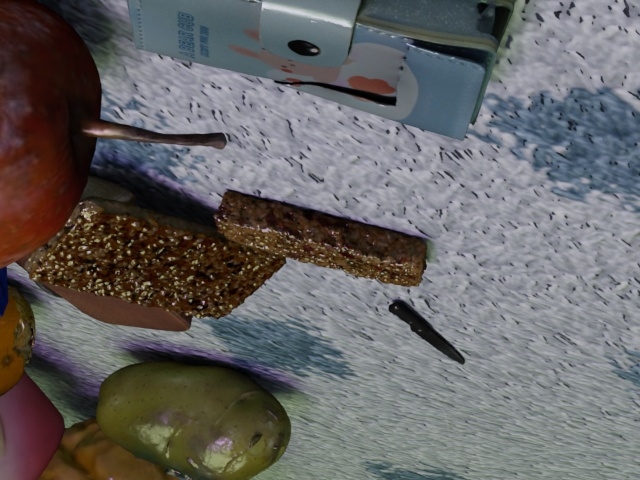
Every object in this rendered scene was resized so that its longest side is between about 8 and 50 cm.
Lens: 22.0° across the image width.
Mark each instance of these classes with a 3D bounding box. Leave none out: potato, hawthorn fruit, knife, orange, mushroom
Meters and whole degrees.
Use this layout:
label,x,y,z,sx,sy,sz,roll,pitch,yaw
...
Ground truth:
label,x,y,z,sx,sy,sz,roll,pitch,yaw
potato,-0.158,0.225,2.042,0.248,0.143,0.169,12,148,11
hawthorn fruit,-0.274,-0.096,1.224,0.263,0.231,0.235,-38,160,23
knife,0.112,0.099,1.717,0.023,0.010,0.170,1,156,33
orange,-0.408,0.112,1.940,0.134,0.156,0.156,31,165,21
mushroom,-0.272,-0.046,1.571,0.202,0.054,0.059,14,161,18

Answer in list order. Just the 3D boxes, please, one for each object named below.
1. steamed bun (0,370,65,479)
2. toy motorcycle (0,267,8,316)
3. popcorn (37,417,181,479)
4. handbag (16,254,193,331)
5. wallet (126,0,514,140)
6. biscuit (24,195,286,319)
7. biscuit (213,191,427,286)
label,x,y,z,sx,sy,sz,roll,pitch,yaw
steamed bun,-0.481,0.248,2.165,0.309,0.309,0.309,14,159,5
toy motorcycle,-0.401,0.020,1.549,0.191,0.200,0.326,19,167,39
popcorn,-0.287,0.397,2.334,0.344,0.354,0.390,37,110,-27
handbag,-0.220,0.023,1.678,0.151,0.072,0.193,4,158,29
wallet,-0.006,-0.146,1.097,0.251,0.075,0.176,15,165,2
biscuit,-0.154,0.022,1.566,0.231,0.025,0.131,14,139,-35
biscuit,0.000,0.000,1.510,0.199,0.034,0.064,13,158,5
